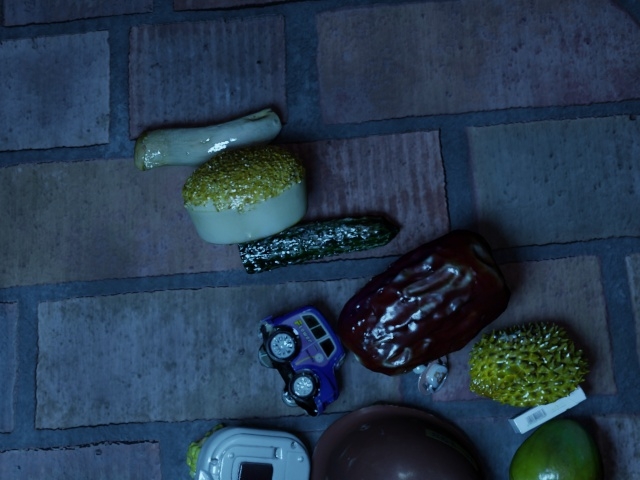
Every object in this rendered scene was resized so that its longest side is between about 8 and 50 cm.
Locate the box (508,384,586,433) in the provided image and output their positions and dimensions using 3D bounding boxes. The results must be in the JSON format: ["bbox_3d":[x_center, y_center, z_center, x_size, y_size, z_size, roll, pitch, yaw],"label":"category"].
[{"bbox_3d":[0.474,0.354,1.746,0.154,0.084,0.040,-29,75,-2],"label":"box"}]

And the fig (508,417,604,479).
[{"bbox_3d":[0.477,0.452,1.676,0.181,0.181,0.191,17,72,9],"label":"fig"}]

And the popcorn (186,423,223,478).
[{"bbox_3d":[-0.211,0.457,1.766,0.145,0.126,0.126,1,87,16],"label":"popcorn"}]

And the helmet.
[{"bbox_3d":[0.170,0.512,1.637,0.385,0.230,0.337,39,87,-2],"label":"helmet"}]

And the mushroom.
[{"bbox_3d":[-0.262,-0.233,1.940,0.352,0.095,0.122,-11,60,1],"label":"mushroom"}]

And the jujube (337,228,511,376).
[{"bbox_3d":[0.222,0.132,1.727,0.377,0.258,0.258,-39,77,-7],"label":"jujube"}]

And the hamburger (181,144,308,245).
[{"bbox_3d":[-0.163,-0.108,1.805,0.276,0.294,0.179,-20,107,-14],"label":"hamburger"}]

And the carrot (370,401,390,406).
[{"bbox_3d":[0.103,0.432,1.776,0.060,0.060,0.186,21,83,9],"label":"carrot"}]

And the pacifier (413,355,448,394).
[{"bbox_3d":[0.232,0.286,1.800,0.078,0.081,0.099,19,66,41],"label":"pacifier"}]

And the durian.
[{"bbox_3d":[0.432,0.246,1.732,0.250,0.183,0.137,-13,108,-3],"label":"durian"}]

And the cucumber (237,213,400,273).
[{"bbox_3d":[0.000,0.000,1.862,0.360,0.096,0.096,-11,77,3],"label":"cucumber"}]

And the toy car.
[{"bbox_3d":[-0.030,0.253,1.779,0.158,0.172,0.235,-27,81,-16],"label":"toy car"}]

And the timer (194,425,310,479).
[{"bbox_3d":[-0.137,0.511,1.676,0.237,0.087,0.261,12,82,-27],"label":"timer"}]
